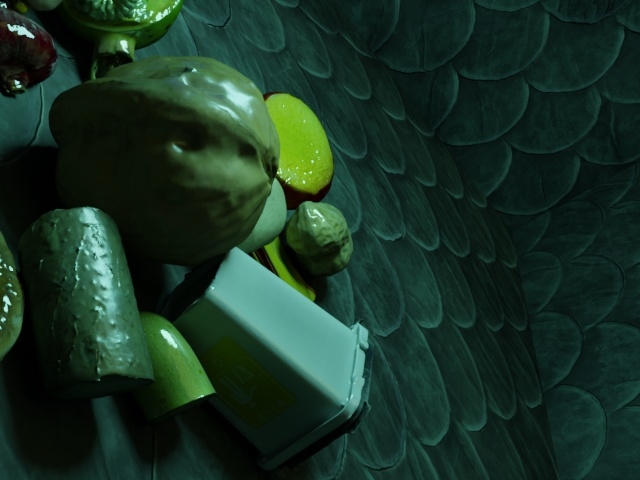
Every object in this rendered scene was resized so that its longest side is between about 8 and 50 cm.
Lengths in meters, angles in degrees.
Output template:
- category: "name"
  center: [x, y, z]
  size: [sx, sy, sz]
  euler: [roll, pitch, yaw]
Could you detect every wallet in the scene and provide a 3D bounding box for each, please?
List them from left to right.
- category: "wallet"
  center: [-0.100, 0.057, 1.879]
  size: [0.241, 0.067, 0.141]
  euler: [61, 19, -6]

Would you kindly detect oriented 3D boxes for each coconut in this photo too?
- category: "coconut"
  center: [-0.174, -0.066, 1.704]
  size: [0.224, 0.224, 0.224]
  euler: [44, 28, -30]

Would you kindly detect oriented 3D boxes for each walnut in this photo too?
- category: "walnut"
  center: [-0.257, -0.134, 1.408]
  size: [0.383, 0.384, 0.383]
  euler: [44, 28, -30]

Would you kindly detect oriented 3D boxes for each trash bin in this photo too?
- category: "trash bin"
  center: [-0.099, 0.190, 1.519]
  size: [0.368, 0.256, 0.296]
  euler: [42, 29, -16]

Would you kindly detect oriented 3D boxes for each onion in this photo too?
- category: "onion"
  center: [-0.529, -0.337, 1.451]
  size: [0.206, 0.098, 0.151]
  euler: [8, 53, -61]

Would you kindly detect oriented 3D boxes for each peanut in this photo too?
- category: "peanut"
  center: [0.000, 0.000, 1.942]
  size: [0.313, 0.152, 0.152]
  euler: [75, -7, -70]

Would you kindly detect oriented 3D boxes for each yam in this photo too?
- category: "yam"
  center: [-0.342, 0.102, 1.221]
  size: [0.161, 0.161, 0.268]
  euler: [18, 46, -56]

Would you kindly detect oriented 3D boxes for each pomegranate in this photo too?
- category: "pomegranate"
  center: [-0.411, -0.472, 1.697]
  size: [0.260, 0.261, 0.340]
  euler: [15, 79, -58]

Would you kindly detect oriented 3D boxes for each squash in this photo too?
- category: "squash"
  center: [-0.259, 0.194, 1.340]
  size: [0.186, 0.123, 0.123]
  euler: [58, 23, 10]

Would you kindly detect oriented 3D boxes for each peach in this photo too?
- category: "peach"
  center: [-0.095, -0.188, 1.952]
  size: [0.274, 0.249, 0.245]
  euler: [56, -16, 7]

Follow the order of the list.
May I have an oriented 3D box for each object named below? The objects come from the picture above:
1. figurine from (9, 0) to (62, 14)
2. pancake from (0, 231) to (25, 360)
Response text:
- category: "figurine"
  center: [-0.530, -0.494, 1.507]
  size: [0.176, 0.288, 0.186]
  euler: [-141, -126, -77]
- category: "pancake"
  center: [-0.529, 0.022, 1.058]
  size: [0.382, 0.071, 0.382]
  euler: [44, 26, -28]
